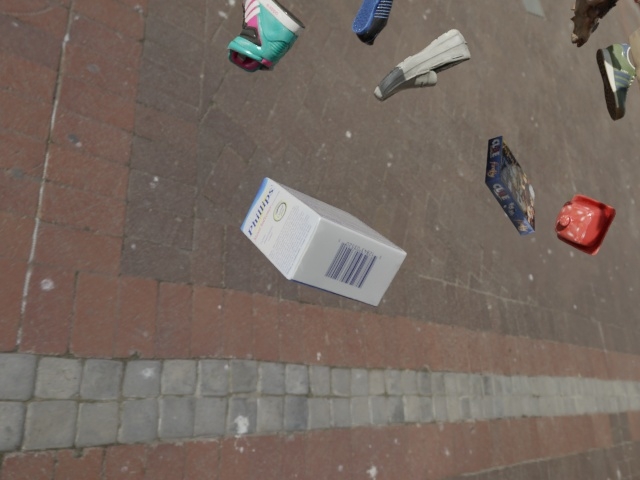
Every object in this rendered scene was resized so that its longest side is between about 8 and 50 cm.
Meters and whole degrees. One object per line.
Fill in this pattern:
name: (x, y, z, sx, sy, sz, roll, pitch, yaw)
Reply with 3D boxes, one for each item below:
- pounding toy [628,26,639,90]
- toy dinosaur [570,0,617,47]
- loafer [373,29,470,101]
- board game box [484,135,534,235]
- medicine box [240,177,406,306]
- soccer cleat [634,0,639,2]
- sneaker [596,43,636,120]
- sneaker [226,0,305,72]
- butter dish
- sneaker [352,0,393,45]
pounding toy: (0.519, -0.263, 0.688, 0.141, 0.100, 0.130, -2, 77, -9)
toy dinosaur: (0.629, -0.571, 1.095, 0.201, 0.296, 0.127, -3, 70, -35)
loafer: (0.310, -0.512, 1.554, 0.111, 0.320, 0.112, 56, 2, -1)
board game box: (0.534, -0.150, 1.431, 0.243, 0.042, 0.165, 43, 48, -34)
medicine box: (0.000, 0.000, 1.189, 0.264, 0.289, 0.149, 21, 101, -36)
soccer cleat: (0.579, -0.422, 0.889, 0.083, 0.035, 0.029, 27, 93, -4)
sneaker: (0.784, -0.415, 1.324, 0.064, 0.086, 0.192, -65, 136, -72)
sneaker: (-0.162, -0.506, 1.240, 0.124, 0.178, 0.295, 20, 26, -44)
butter dish: (0.787, -0.056, 1.578, 0.118, 0.160, 0.159, 8, 110, -26)
sneaker: (0.183, -0.725, 1.597, 0.232, 0.081, 0.090, -59, 145, 3)
